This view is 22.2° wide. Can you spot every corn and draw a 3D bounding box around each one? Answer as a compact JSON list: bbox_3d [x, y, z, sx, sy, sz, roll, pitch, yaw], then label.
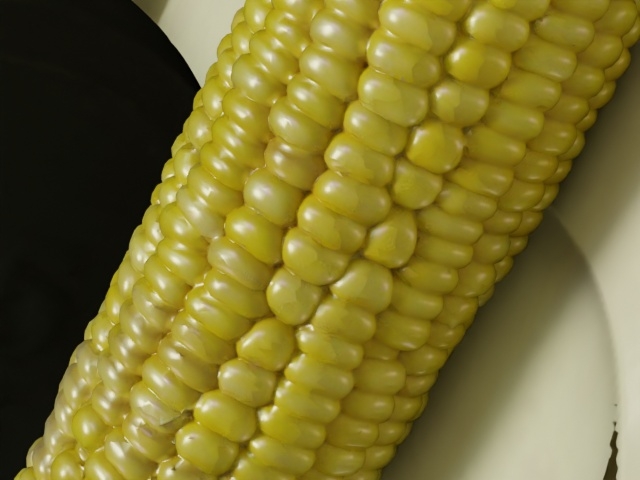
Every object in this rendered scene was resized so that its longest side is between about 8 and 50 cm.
[{"bbox_3d":[0.000,0.000,0.418,0.244,0.093,0.093,-61,28,17],"label":"corn"}]

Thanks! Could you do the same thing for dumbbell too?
[{"bbox_3d":[-0.153,-0.048,0.618,0.203,0.204,0.322,-61,28,17],"label":"dumbbell"}]
